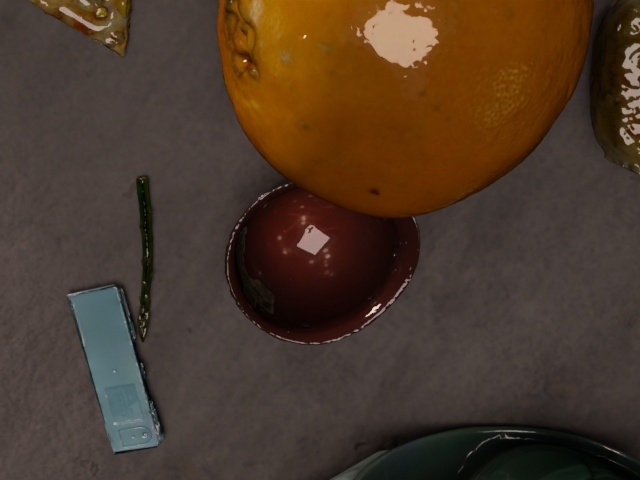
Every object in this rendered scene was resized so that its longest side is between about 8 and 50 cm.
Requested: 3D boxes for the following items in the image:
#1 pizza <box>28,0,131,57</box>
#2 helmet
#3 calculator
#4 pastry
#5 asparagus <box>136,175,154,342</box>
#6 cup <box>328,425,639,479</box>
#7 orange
[{"bbox_3d":[-0.227,-0.235,1.457,0.184,0.036,0.176,-14,108,7],"label":"pizza"},{"bbox_3d":[0.000,0.000,1.493,0.175,0.106,0.155,-29,108,7],"label":"helmet"},{"bbox_3d":[-0.195,0.124,1.589,0.057,0.018,0.172,-13,108,5],"label":"calculator"},{"bbox_3d":[0.323,-0.142,1.438,0.182,0.093,0.193,-9,107,2],"label":"pastry"},{"bbox_3d":[-0.165,0.018,1.554,0.016,0.016,0.163,-7,111,-23],"label":"asparagus"},{"bbox_3d":[0.150,0.381,1.556,0.310,0.401,0.392,-14,117,-29],"label":"cup"},{"bbox_3d":[0.065,-0.174,1.331,0.312,0.312,0.312,1,109,2],"label":"orange"}]
